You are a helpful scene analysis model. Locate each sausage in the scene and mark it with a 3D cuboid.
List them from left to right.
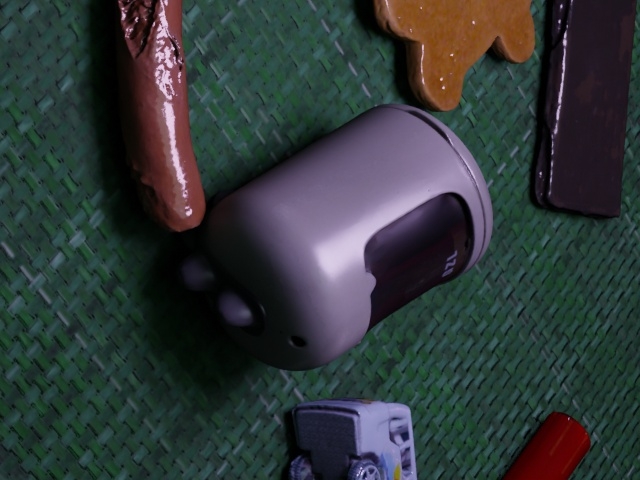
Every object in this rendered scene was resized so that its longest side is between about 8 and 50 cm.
[{"bbox_3d":[-0.164,-0.170,1.674,0.087,0.079,0.326,-7,94,-41],"label":"sausage"}]

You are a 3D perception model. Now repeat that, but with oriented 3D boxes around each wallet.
[{"bbox_3d":[0.344,-0.186,2.146,0.165,0.042,0.309,7,88,-43],"label":"wallet"}]

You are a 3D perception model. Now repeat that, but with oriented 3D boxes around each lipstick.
[{"bbox_3d":[0.240,0.329,2.055,0.279,0.073,0.073,-49,121,-30],"label":"lipstick"}]

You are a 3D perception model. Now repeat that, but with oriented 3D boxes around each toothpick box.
[{"bbox_3d":[0.000,0.000,1.752,0.316,0.229,0.229,-32,112,-34],"label":"toothpick box"}]

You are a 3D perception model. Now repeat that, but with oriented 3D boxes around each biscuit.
[{"bbox_3d":[0.187,-0.300,2.001,0.339,0.047,0.216,-46,122,-33],"label":"biscuit"}]

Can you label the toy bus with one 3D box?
[{"bbox_3d":[0.051,0.333,1.868,0.136,0.109,0.329,-14,101,-50],"label":"toy bus"}]
